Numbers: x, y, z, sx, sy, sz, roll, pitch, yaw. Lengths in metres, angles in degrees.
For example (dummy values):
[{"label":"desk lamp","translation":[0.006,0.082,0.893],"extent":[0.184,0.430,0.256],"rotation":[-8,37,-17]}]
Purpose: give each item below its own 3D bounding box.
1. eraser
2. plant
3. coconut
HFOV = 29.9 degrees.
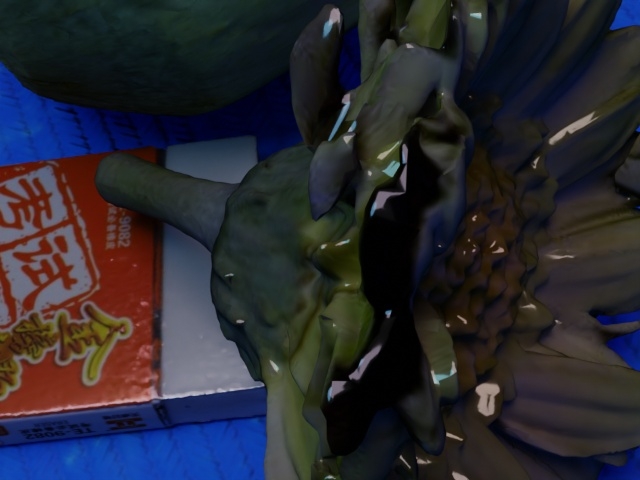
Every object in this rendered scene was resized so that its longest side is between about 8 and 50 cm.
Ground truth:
[{"label":"eraser","translation":[-0.140,0.028,0.630],"extent":[0.230,0.038,0.157],"rotation":[-7,56,4]},{"label":"plant","translation":[0.016,-0.006,0.466],"extent":[0.297,0.261,0.306],"rotation":[34,71,13]},{"label":"coconut","translation":[-0.061,-0.220,0.633],"extent":[0.328,0.328,0.281],"rotation":[-34,67,-14]}]
